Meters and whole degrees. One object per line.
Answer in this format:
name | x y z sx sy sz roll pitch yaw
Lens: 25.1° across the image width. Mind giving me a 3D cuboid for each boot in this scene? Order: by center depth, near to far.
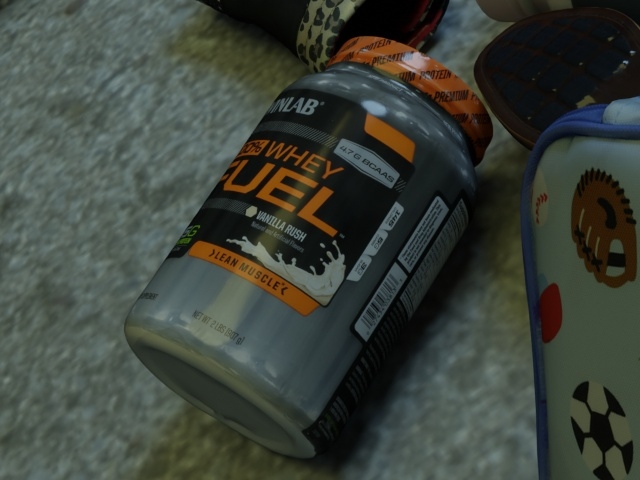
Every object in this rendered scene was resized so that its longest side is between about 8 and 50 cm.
boot | 0.154 -0.037 0.666 0.082 0.106 0.219 -44 33 -3
boot | 0.036 -0.204 0.866 0.236 0.085 0.178 -46 48 1

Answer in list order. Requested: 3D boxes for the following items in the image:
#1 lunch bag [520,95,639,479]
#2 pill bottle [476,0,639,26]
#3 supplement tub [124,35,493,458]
lunch bag | 0.181 0.074 0.428 0.115 0.243 0.303 -9 12 -25
pill bottle | 0.171 -0.150 0.724 0.180 0.108 0.108 7 60 35
supplement tub | 0.000 0.000 0.704 0.117 0.117 0.190 17 66 39
